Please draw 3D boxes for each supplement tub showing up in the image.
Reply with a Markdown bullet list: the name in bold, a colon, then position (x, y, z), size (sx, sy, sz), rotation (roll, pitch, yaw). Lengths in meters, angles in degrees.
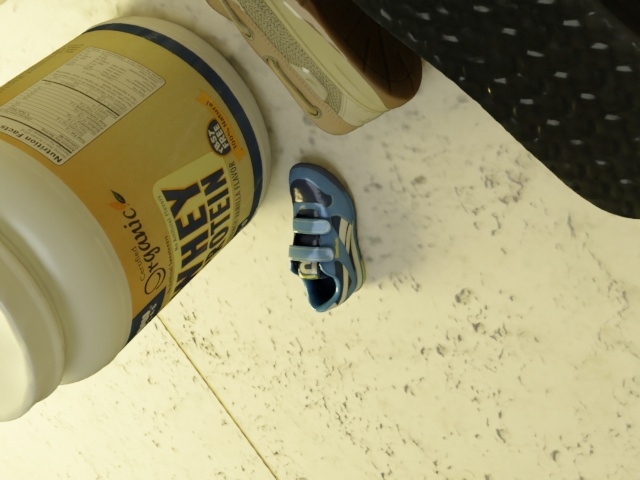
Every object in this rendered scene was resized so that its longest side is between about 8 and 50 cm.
- **supplement tub**: position (-0.208, -0.024, 0.926), size (0.228, 0.316, 0.228), rotation (19, 133, 22)

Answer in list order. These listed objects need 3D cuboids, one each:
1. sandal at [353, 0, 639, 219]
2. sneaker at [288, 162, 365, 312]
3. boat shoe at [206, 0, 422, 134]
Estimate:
- **sandal**: position (0.112, -0.191, 0.738), size (0.446, 0.107, 0.167), rotation (44, 137, -21)
- **sneaker**: position (0.000, 0.000, 0.986), size (0.053, 0.059, 0.144), rotation (5, 125, 36)
- **boat shoe**: position (-0.052, -0.204, 0.829), size (0.302, 0.109, 0.098), rotation (48, 136, -15)
